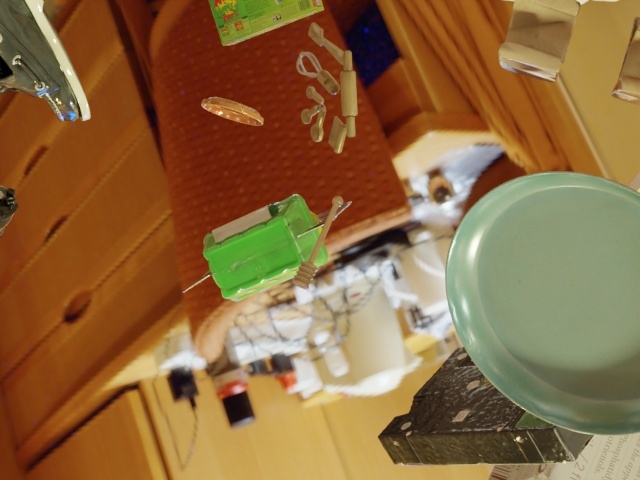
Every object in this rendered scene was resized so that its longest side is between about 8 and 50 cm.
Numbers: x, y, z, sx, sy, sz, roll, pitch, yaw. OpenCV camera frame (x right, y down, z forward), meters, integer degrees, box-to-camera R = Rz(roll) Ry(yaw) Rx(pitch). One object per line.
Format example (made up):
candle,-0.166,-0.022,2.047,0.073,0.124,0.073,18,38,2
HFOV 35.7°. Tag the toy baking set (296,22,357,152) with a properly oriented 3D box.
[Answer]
toy baking set,0.008,-0.300,1.947,0.030,0.256,0.196,-6,-170,-33

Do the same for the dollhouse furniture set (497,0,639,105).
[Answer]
dollhouse furniture set,0.439,-0.320,1.123,0.394,0.362,0.256,18,-172,11

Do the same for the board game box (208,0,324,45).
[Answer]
board game box,-0.094,-0.401,1.668,0.181,0.092,0.043,-15,-174,24

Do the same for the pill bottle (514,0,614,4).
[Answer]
pill bottle,0.382,-0.443,1.591,0.131,0.131,0.229,-6,-162,-38

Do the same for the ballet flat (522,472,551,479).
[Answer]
ballet flat,0.251,0.479,1.415,0.408,0.147,0.147,-26,168,-37

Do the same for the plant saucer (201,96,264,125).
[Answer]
plant saucer,-0.113,-0.168,1.286,0.083,0.013,0.083,17,177,1

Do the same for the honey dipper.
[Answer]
honey dipper,0.000,0.000,1.569,0.030,0.161,0.030,23,165,6

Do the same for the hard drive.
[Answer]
hard drive,0.268,0.224,1.413,0.339,0.064,0.237,-18,-162,50

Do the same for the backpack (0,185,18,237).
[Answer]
backpack,-0.602,-0.035,1.637,0.152,0.115,0.182,-68,162,6

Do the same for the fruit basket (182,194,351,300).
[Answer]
fruit basket,-0.108,-0.005,2.092,0.327,0.165,0.353,-24,-169,14

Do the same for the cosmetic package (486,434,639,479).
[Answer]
cosmetic package,0.541,0.468,1.792,0.393,0.330,0.327,26,170,-3

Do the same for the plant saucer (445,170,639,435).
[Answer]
plant saucer,0.289,0.068,1.102,0.317,0.318,0.043,-38,176,42

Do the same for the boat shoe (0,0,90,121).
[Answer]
boat shoe,-0.366,-0.235,1.161,0.113,0.127,0.340,-28,159,-9

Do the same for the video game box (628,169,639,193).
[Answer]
video game box,0.695,-0.114,1.849,0.187,0.048,0.205,19,125,-14
